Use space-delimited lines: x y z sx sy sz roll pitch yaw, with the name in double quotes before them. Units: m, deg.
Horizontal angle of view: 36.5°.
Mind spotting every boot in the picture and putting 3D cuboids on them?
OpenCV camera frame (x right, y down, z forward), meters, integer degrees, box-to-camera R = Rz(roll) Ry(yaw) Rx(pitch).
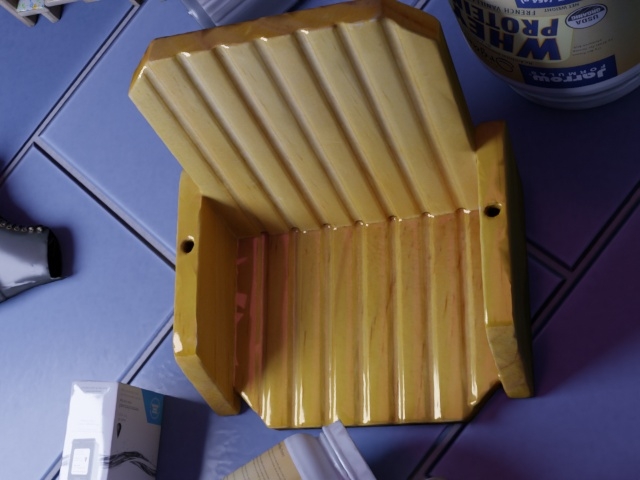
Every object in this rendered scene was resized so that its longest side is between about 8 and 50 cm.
"boot" -0.390 -0.021 1.201 0.137 0.077 0.198 -16 82 11

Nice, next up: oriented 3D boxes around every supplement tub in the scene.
"supplement tub" -0.035 0.273 0.916 0.199 0.144 0.144 -32 65 -4
"supplement tub" 0.223 -0.271 0.899 0.228 0.316 0.229 -6 72 19

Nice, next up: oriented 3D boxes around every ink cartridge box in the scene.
"ink cartridge box" -0.223 0.246 1.030 0.060 0.104 0.180 -2 74 19

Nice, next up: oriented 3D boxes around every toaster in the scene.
"toaster" -0.110 -0.327 1.151 0.146 0.129 0.227 -39 65 4

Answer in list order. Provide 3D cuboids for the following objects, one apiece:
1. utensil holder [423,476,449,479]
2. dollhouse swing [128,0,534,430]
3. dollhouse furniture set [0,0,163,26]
"utensil holder" 0.108 0.434 0.730 0.327 0.327 0.385 -46 67 3
"dollhouse swing" 0.000 0.000 0.910 0.346 0.305 0.315 -6 72 18
"dollhouse furniture set" -0.322 -0.425 1.243 0.212 0.161 0.242 -5 72 19
